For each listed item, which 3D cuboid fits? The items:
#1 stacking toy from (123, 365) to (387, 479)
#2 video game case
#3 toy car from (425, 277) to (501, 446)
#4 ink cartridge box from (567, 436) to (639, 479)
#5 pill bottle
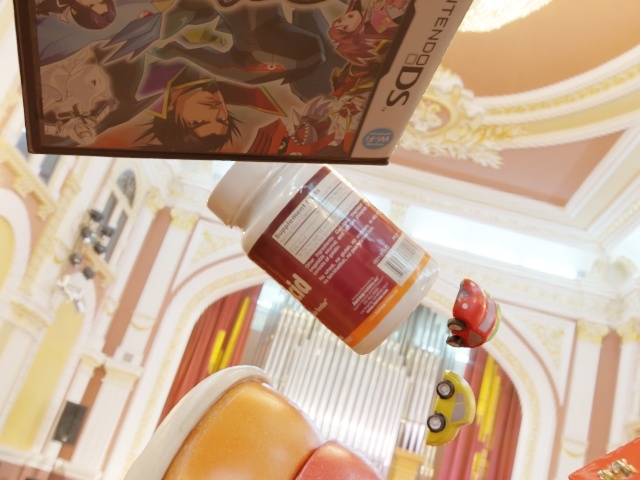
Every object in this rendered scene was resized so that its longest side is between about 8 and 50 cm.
[{"bbox_3d":[0.039,0.364,0.753,0.479,0.351,0.350,16,-21,19],"label":"stacking toy"},{"bbox_3d":[-0.043,-0.139,0.438,0.274,0.035,0.248,-1,-33,-19],"label":"video game case"},{"bbox_3d":[0.200,0.127,0.910,0.053,0.225,0.239,15,-63,17],"label":"toy car"},{"bbox_3d":[0.430,0.153,0.669,0.091,0.385,0.308,59,2,-1],"label":"ink cartridge box"},{"bbox_3d":[0.000,0.000,1.265,0.392,0.224,0.224,42,-22,2],"label":"pill bottle"}]
